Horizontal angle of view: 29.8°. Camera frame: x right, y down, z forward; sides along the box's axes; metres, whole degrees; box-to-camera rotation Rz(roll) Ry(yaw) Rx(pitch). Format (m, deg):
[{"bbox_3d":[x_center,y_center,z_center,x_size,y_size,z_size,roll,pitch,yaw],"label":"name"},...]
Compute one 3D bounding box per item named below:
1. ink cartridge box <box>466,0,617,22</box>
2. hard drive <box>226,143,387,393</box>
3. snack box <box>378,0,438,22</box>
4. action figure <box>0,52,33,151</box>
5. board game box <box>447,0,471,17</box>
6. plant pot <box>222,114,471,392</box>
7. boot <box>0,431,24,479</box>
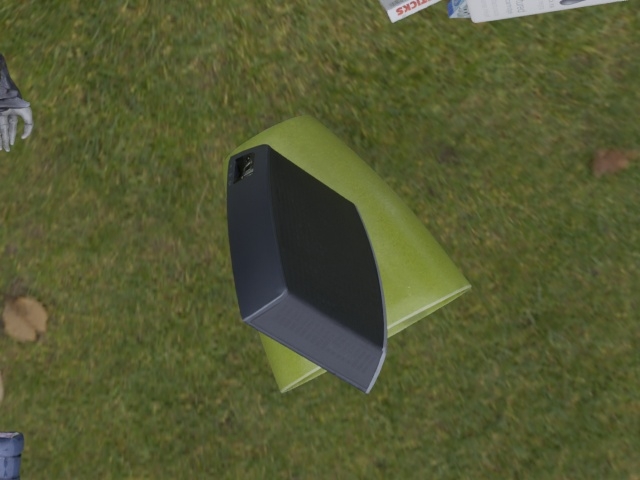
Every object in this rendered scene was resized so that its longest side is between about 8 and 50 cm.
[{"bbox_3d":[0.250,-0.294,1.005,0.283,0.207,0.117,-7,74,12],"label":"ink cartridge box"},{"bbox_3d":[-0.011,0.016,1.169,0.172,0.254,0.054,33,117,-29],"label":"hard drive"},{"bbox_3d":[0.160,-0.330,1.513,0.178,0.064,0.022,-25,120,3],"label":"snack box"},{"bbox_3d":[-0.342,-0.131,1.084,0.164,0.275,0.141,-4,126,-9],"label":"action figure"},{"bbox_3d":[0.201,-0.278,1.358,0.090,0.090,0.020,-5,79,-17],"label":"board game box"},{"bbox_3d":[0.000,0.000,1.531,0.275,0.275,0.293,-30,83,4],"label":"plant pot"},{"bbox_3d":[-0.299,0.165,0.838,0.190,0.069,0.086,6,89,1],"label":"boot"}]
